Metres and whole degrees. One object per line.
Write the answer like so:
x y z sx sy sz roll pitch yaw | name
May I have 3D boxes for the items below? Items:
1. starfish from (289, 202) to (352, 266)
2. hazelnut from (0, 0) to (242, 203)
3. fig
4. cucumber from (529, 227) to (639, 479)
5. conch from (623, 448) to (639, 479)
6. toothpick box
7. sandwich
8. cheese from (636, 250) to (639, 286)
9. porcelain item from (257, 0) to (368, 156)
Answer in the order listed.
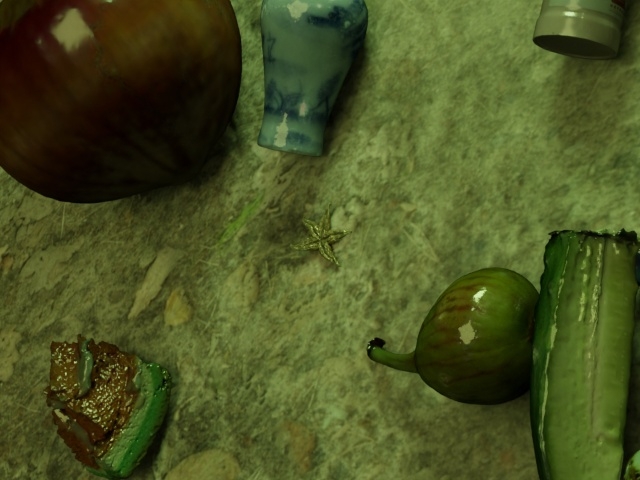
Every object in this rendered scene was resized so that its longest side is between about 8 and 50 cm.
0.000 0.000 1.500 0.092 0.016 0.086 -21 67 25 | starfish
-0.299 -0.231 1.566 0.409 0.359 0.359 -42 59 31 | hazelnut
0.134 0.121 1.305 0.259 0.151 0.151 -15 72 36 | fig
0.265 0.153 1.186 0.105 0.145 0.325 4 84 2 | cucumber
0.380 0.216 1.125 0.181 0.124 0.187 -41 31 34 | conch
0.302 -0.289 1.292 0.098 0.098 0.148 12 88 36 | toothpick box
-0.306 0.233 1.584 0.109 0.160 0.184 1 72 55 | sandwich
0.391 0.042 1.198 0.145 0.038 0.095 18 91 35 | cheese
-0.018 -0.242 1.493 0.141 0.141 0.259 18 100 37 | porcelain item
